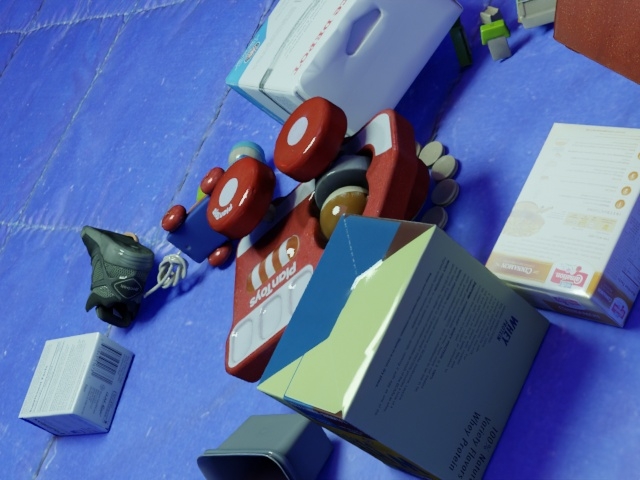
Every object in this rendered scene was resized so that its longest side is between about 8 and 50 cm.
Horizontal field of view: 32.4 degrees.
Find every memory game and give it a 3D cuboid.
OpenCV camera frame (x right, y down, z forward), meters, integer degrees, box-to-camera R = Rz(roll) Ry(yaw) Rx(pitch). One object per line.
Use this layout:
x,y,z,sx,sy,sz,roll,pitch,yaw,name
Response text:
0.096,-0.045,1.364,0.186,0.012,0.186,-29,42,30,memory game

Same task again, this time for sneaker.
-0.321,0.051,1.665,0.227,0.087,0.130,28,102,59,sneaker

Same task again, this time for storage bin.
-0.052,0.247,1.233,0.135,0.098,0.091,-10,26,44,storage bin

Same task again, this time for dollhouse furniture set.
0.239,-0.268,1.379,0.151,0.058,0.076,-15,40,16,dollhouse furniture set

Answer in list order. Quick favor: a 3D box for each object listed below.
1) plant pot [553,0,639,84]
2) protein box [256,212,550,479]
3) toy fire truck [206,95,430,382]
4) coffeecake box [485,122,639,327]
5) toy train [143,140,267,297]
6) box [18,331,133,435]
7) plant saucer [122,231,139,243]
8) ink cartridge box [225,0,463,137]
0.375,-0.240,1.016,0.236,0.267,0.267,-66,31,16,plant pot
0.085,0.112,1.086,0.136,0.201,0.200,10,68,51,protein box
0.000,0.000,1.262,0.302,0.169,0.254,-38,37,33,toy fire truck
0.267,-0.020,1.107,0.142,0.068,0.185,13,71,51,coffeecake box
-0.171,-0.033,1.589,0.248,0.105,0.143,-41,22,28,toy train
-0.354,0.210,1.599,0.137,0.072,0.126,-11,53,42,box
-0.324,0.023,1.768,0.083,0.013,0.083,-29,43,31,plant saucer
0.021,-0.258,1.470,0.223,0.129,0.307,-55,23,-3,ink cartridge box
